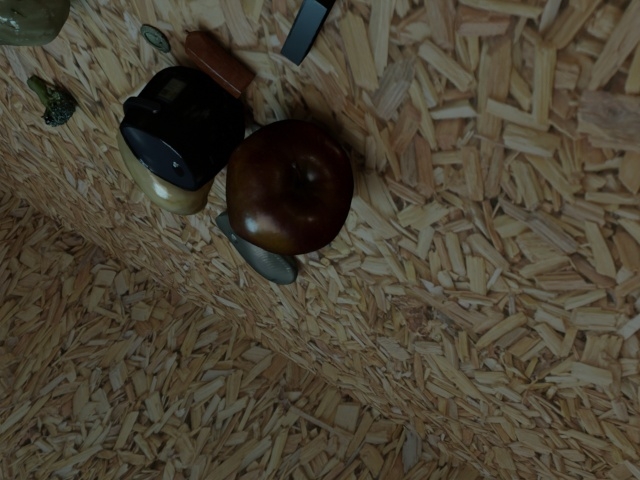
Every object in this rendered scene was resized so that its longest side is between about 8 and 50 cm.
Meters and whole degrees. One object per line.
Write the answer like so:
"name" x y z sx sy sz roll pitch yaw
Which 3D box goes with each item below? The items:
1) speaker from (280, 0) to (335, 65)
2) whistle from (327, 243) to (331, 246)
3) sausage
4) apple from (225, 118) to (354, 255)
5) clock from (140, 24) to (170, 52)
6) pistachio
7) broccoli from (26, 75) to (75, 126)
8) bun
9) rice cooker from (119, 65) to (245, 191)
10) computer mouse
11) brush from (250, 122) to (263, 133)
"speaker" -0.022 -0.373 1.219 0.046 0.040 0.191 36 158 -4
"whistle" 0.000 0.000 1.969 0.083 0.029 0.033 22 140 46
"sausage" -0.221 -0.375 1.472 0.169 0.065 0.065 40 158 -12
"apple" -0.071 -0.106 1.526 0.288 0.288 0.317 40 160 -10
"clock" -0.379 -0.460 1.602 0.083 0.010 0.074 27 157 21
"pistachio" -0.397 -0.211 1.857 0.238 0.229 0.321 -16 118 16
"broccoli" -0.865 -0.454 2.229 0.204 0.118 0.122 46 -168 17
"bun" -0.754 -0.594 1.583 0.326 0.234 0.362 19 155 44
"rice cooker" -0.314 -0.265 1.623 0.267 0.224 0.267 29 159 12
"computer mouse" -0.206 0.031 2.251 0.331 0.095 0.197 46 152 -24
"brush" -0.048 -0.195 1.660 0.272 0.013 0.103 28 158 16
